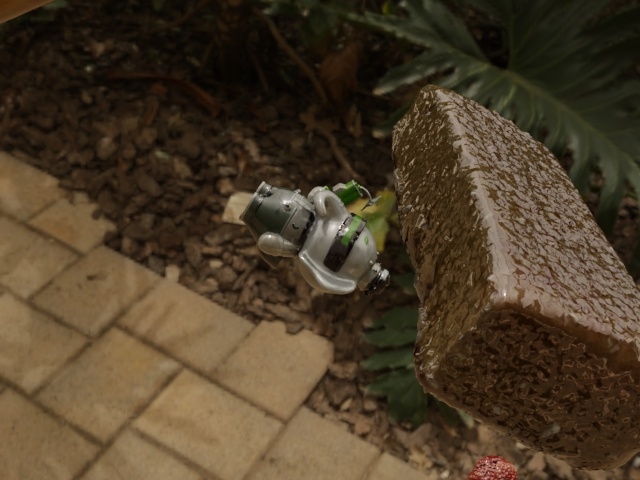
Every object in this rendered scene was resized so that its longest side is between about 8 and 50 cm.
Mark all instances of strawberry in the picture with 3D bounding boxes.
[{"bbox_3d":[0.323,0.450,1.572,0.096,0.083,0.083,0,38,-43],"label":"strawberry"}]

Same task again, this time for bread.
[{"bbox_3d":[0.148,-0.001,0.679,0.165,0.113,0.417,30,25,-14],"label":"bread"}]

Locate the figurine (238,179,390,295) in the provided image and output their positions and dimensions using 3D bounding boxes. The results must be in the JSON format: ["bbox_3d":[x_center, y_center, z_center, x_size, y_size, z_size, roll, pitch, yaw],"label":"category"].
[{"bbox_3d":[0.000,0.000,0.978,0.192,0.126,0.147,34,28,-3],"label":"figurine"}]

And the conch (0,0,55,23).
[{"bbox_3d":[-0.161,-0.212,0.596,0.093,0.109,0.330,43,61,-18],"label":"conch"}]
